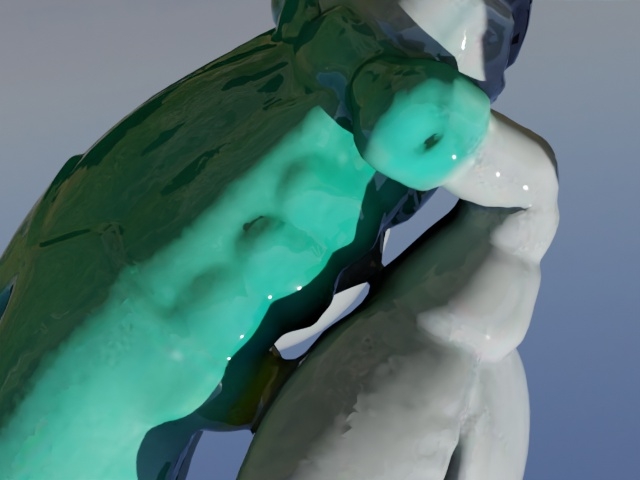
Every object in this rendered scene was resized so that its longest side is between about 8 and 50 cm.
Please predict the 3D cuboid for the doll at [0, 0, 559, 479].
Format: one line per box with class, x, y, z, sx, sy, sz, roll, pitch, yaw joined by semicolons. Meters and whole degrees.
doll;0.000;0.014;0.559;0.258;0.153;0.195;-36;-148;37
